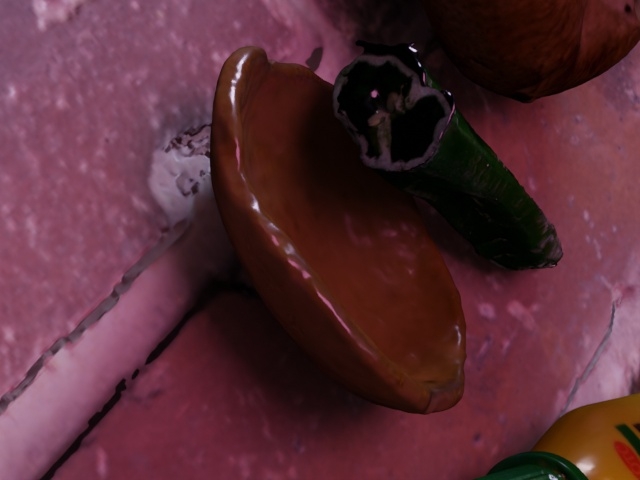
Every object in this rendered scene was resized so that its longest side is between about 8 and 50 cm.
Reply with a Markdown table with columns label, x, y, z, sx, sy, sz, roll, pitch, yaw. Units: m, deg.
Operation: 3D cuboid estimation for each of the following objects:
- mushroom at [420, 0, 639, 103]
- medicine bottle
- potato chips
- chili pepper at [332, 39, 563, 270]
| label | x | y | z | sx | sy | sz | roll | pitch | yaw |
| --- | --- | --- | --- | --- | --- | --- | --- | --- | --- |
| mushroom | 0.151 | -0.236 | 0.928 | 0.267 | 0.254 | 0.267 | 51 | 12 | -16 |
| medicine bottle | 0.141 | 0.151 | 0.852 | 0.309 | 0.076 | 0.111 | -5 | 68 | -43 |
| potato chips | 0.000 | 0.001 | 0.789 | 0.208 | 0.062 | 0.195 | 46 | 28 | -24 |
| chili pepper | 0.087 | -0.031 | 0.869 | 0.227 | 0.059 | 0.088 | 37 | 18 | -53 |
